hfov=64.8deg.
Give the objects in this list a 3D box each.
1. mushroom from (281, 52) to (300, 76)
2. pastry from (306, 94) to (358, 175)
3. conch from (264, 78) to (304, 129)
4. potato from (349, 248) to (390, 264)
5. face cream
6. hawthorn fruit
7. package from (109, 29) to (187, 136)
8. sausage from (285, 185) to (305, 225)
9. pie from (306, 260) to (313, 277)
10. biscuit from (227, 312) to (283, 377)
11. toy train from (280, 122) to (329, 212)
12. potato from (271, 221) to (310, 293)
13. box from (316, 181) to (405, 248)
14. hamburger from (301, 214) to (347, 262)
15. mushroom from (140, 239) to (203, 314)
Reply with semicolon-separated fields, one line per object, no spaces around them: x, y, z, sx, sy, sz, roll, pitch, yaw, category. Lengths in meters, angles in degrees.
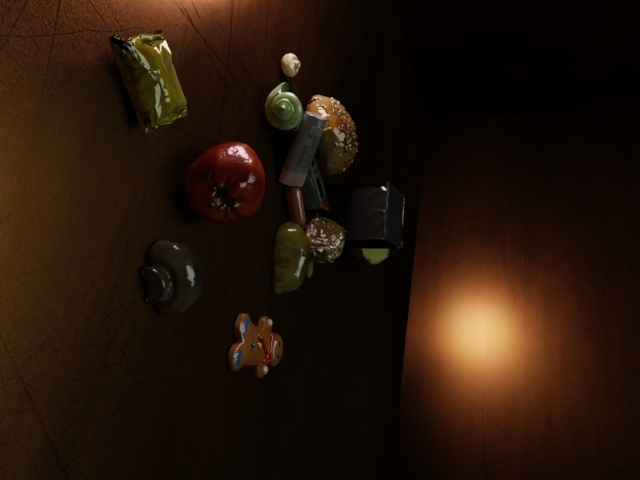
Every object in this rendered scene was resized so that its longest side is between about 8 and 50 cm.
-0.108;-0.646;1.861;0.083;0.067;0.083;7;90;-69;mushroom
0.052;-0.419;1.999;0.284;0.184;0.315;-101;179;-48;pastry
-0.113;-0.476;1.763;0.143;0.137;0.250;53;26;-20;conch
0.203;-0.054;2.475;0.280;0.213;0.330;-20;119;-47;potato
-0.063;-0.323;1.810;0.107;0.073;0.269;3;117;-41;face cream
-0.244;-0.176;1.385;0.299;0.211;0.211;-79;157;-50;hawthorn fruit
-0.390;-0.367;1.167;0.168;0.090;0.226;-50;132;-52;package
-0.094;-0.131;1.898;0.062;0.062;0.154;-46;131;-59;sausage
-0.049;0.113;2.058;0.084;0.021;0.084;1;90;-71;pie
-0.198;0.350;1.679;0.324;0.049;0.205;48;46;-60;biscuit
-0.054;-0.261;1.962;0.089;0.086;0.409;-63;145;-46;toy train
-0.092;0.065;1.847;0.160;0.111;0.271;27;65;-63;potato
0.164;-0.101;2.161;0.204;0.345;0.251;24;68;-59;box
0.000;0.000;2.005;0.130;0.183;0.206;116;-7;-50;hamburger
-0.352;0.088;1.247;0.141;0.117;0.188;-49;131;-73;mushroom
